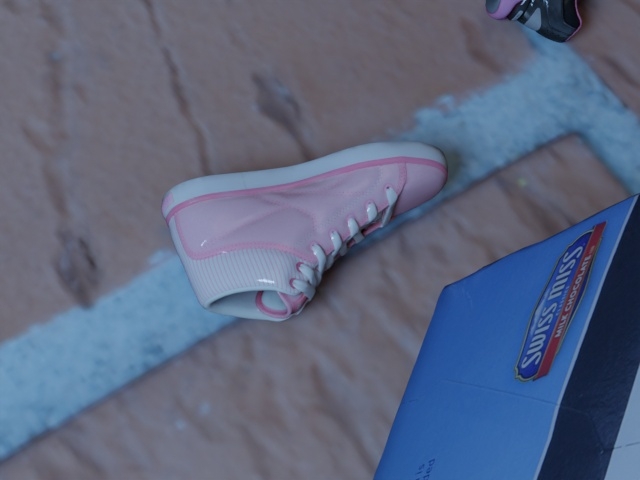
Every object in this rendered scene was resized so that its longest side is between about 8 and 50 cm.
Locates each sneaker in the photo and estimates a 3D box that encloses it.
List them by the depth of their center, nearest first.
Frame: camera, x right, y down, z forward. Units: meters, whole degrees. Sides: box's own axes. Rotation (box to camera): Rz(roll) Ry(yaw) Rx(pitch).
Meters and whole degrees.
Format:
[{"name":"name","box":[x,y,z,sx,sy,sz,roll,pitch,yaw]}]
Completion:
[{"name":"sneaker","box":[0.000,0.000,0.813,0.134,0.051,0.070,-11,65,-13]},{"name":"sneaker","box":[0.132,-0.151,0.930,0.057,0.047,0.119,29,67,-2]}]

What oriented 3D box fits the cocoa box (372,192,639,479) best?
[{"name":"cocoa box","box":[0.136,0.177,0.603,0.231,0.228,0.347,34,57,-18]}]
